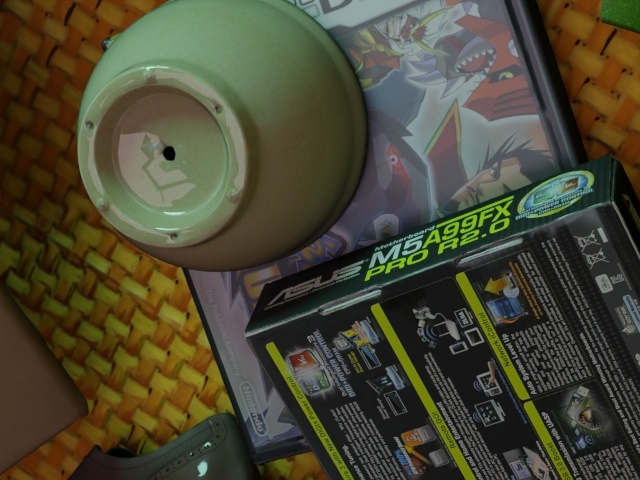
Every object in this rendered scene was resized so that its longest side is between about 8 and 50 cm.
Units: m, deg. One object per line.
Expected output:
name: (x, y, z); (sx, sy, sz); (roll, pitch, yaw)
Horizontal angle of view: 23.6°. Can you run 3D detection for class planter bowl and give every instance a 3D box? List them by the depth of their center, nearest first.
planter bowl: (-0.067, -0.053, 0.833); (0.162, 0.109, 0.162); (4, 105, 17)

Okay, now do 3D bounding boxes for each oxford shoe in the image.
oxford shoe: (-0.144, 0.194, 1.022); (0.271, 0.097, 0.098); (-24, 65, 27)

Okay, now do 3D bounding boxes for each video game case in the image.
video game case: (0.029, -0.027, 0.886); (0.248, 0.035, 0.275); (-17, 96, 20)

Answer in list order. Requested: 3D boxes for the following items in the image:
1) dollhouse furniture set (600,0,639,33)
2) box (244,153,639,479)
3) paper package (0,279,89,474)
dollhouse furniture set: (0.129, -0.275, 0.676); (0.197, 0.151, 0.302); (26, 135, 31)
box: (0.116, 0.111, 0.847); (0.216, 0.060, 0.270); (-21, 111, 23)
paper package: (-0.349, 0.062, 0.881); (0.168, 0.325, 0.309); (40, 161, 48)
